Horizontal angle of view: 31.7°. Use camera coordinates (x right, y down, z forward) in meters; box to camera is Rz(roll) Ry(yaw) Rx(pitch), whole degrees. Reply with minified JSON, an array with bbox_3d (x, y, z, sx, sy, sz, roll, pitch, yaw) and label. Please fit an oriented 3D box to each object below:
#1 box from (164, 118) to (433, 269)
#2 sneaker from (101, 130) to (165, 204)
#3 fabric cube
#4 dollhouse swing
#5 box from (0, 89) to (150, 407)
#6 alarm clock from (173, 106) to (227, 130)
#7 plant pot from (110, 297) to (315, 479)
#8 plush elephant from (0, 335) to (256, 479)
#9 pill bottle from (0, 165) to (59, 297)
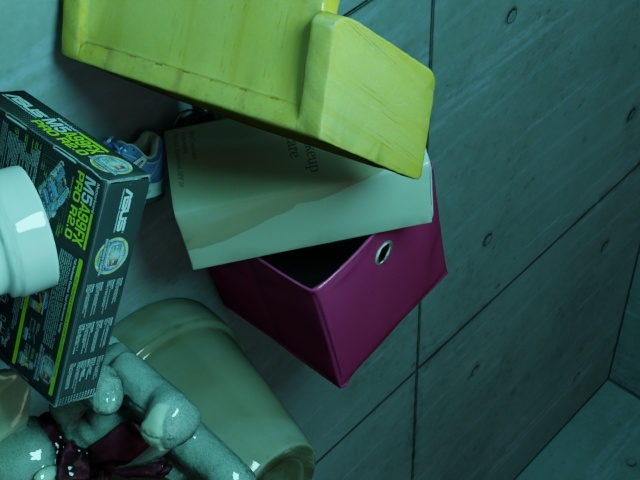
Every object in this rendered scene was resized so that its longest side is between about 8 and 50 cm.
[{"bbox_3d":[-0.026,-0.079,1.401,0.311,0.148,0.121,-13,144,-2],"label":"box"},{"bbox_3d":[-0.260,-0.080,1.321,0.211,0.080,0.081,-24,131,-58],"label":"sneaker"},{"bbox_3d":[0.000,0.000,1.585,0.254,0.259,0.258,-46,148,-21],"label":"fabric cube"},{"bbox_3d":[-0.051,-0.275,1.182,0.315,0.347,0.305,14,95,-59],"label":"dollhouse swing"},{"bbox_3d":[-0.299,0.006,1.194,0.060,0.216,0.270,-14,128,-51],"label":"box"},{"bbox_3d":[-0.113,-0.186,1.445,0.192,0.064,0.129,-36,144,-27],"label":"alarm clock"},{"bbox_3d":[-0.170,0.288,1.589,0.323,0.280,0.323,-37,145,-31],"label":"plant pot"},{"bbox_3d":[-0.287,0.251,1.338,0.255,0.330,0.272,-45,152,-13],"label":"plush elephant"},{"bbox_3d":[-0.405,0.030,1.037,0.301,0.169,0.169,-19,135,-23],"label":"pill bottle"}]
